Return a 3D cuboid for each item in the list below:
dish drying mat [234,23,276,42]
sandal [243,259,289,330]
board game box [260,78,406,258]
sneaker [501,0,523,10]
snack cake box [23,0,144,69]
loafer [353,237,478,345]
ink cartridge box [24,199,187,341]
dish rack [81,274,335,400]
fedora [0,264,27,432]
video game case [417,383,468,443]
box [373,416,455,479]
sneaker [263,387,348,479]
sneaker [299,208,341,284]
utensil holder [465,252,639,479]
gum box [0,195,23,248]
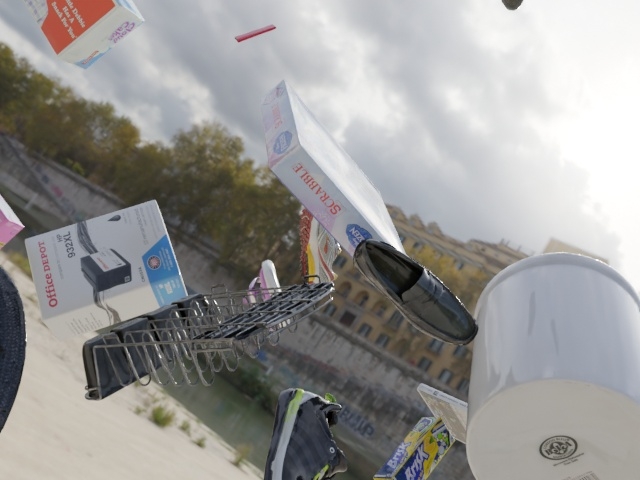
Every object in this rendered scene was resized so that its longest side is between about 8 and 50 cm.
[{"bbox_3d":[-0.132,-0.420,1.359,0.032,0.083,0.008,-124,-165,-56],"label":"dish drying mat"},{"bbox_3d":[-0.148,0.166,1.761,0.416,0.102,0.169,100,-29,-75],"label":"sandal"},{"bbox_3d":[0.023,-0.103,1.188,0.319,0.066,0.318,47,15,-27],"label":"board game box"},{"bbox_3d":[0.420,-0.577,1.427,0.064,0.167,0.076,7,23,10],"label":"sneaker"},{"bbox_3d":[-0.452,-0.463,1.192,0.264,0.152,0.089,58,11,7],"label":"snack cake box"},{"bbox_3d":[0.142,0.077,1.003,0.223,0.076,0.078,39,-12,7],"label":"loafer"},{"bbox_3d":[-0.489,0.066,1.539,0.129,0.307,0.223,93,-24,-60],"label":"ink cartridge box"},{"bbox_3d":[-0.119,0.104,0.754,0.271,0.208,0.074,-9,-80,35],"label":"dish rack"},{"bbox_3d":[-0.496,0.177,0.844,0.334,0.334,0.152,31,-22,17],"label":"fedora"},{"bbox_3d":[0.317,0.405,1.485,0.173,0.022,0.190,15,-34,49],"label":"video game case"},{"bbox_3d":[0.174,0.400,1.229,0.054,0.169,0.059,-23,-79,50],"label":"box"},{"bbox_3d":[-0.015,0.263,0.788,0.097,0.235,0.084,9,-53,0],"label":"sneaker"},{"bbox_3d":[0.000,0.000,1.630,0.092,0.225,0.088,-4,15,-17],"label":"sneaker"},{"bbox_3d":[0.422,0.249,1.182,0.327,0.328,0.385,35,30,-1],"label":"utensil holder"},{"bbox_3d":[-0.815,-0.067,1.609,0.188,0.107,0.062,46,-2,21],"label":"gum box"}]
